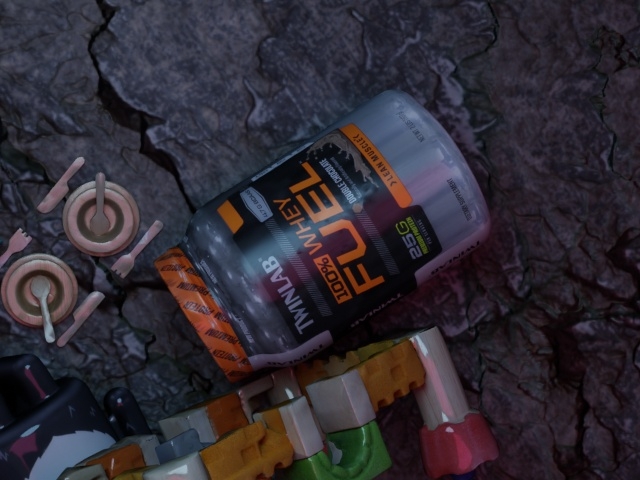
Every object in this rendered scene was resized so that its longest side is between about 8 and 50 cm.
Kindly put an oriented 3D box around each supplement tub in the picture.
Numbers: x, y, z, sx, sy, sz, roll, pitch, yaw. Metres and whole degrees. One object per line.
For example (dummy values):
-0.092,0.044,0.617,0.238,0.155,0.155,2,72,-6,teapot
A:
0.000,0.000,1.471,0.338,0.207,0.207,-34,101,-6,supplement tub

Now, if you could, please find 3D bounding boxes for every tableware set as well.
-0.281,0.018,1.504,0.128,0.039,0.194,40,88,-12,tableware set

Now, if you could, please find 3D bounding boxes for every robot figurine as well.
-0.293,0.261,1.459,0.209,0.173,0.278,-27,100,6,robot figurine

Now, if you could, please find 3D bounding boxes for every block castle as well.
-0.055,0.268,1.358,0.453,0.303,0.213,-23,93,-48,block castle

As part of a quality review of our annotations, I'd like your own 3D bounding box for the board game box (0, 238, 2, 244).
-0.464,0.071,1.467,0.160,0.047,0.210,20,91,-8,board game box
